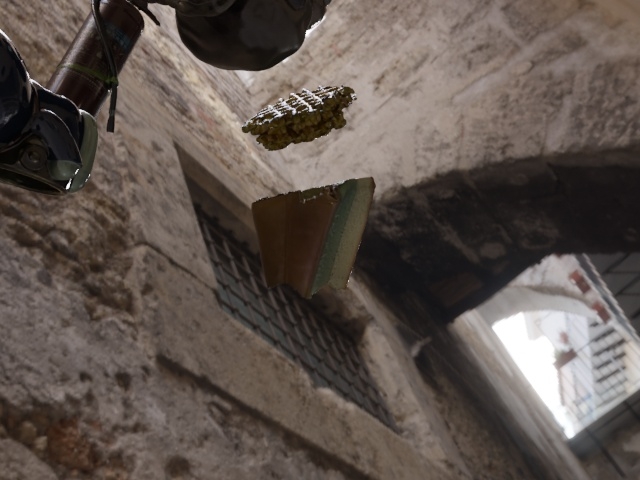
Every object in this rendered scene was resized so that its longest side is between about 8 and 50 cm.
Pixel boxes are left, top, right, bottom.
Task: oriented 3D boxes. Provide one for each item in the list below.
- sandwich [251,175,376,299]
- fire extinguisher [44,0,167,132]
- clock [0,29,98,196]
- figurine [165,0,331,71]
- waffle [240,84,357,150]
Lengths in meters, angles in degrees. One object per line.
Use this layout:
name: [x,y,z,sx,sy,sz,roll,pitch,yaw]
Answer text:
sandwich: [0.000,0.000,1.230,0.220,0.186,0.108,-12,0,43]
fire extinguisher: [-0.374,-0.312,1.259,0.141,0.341,0.105,32,-25,-24]
clock: [-0.359,-0.142,0.769,0.147,0.199,0.243,-69,-22,-13]
figurine: [-0.138,-0.367,1.091,0.248,0.380,0.203,-4,-87,16]
waffle: [-0.030,-0.224,1.318,0.197,0.193,0.070,-9,-66,26]
